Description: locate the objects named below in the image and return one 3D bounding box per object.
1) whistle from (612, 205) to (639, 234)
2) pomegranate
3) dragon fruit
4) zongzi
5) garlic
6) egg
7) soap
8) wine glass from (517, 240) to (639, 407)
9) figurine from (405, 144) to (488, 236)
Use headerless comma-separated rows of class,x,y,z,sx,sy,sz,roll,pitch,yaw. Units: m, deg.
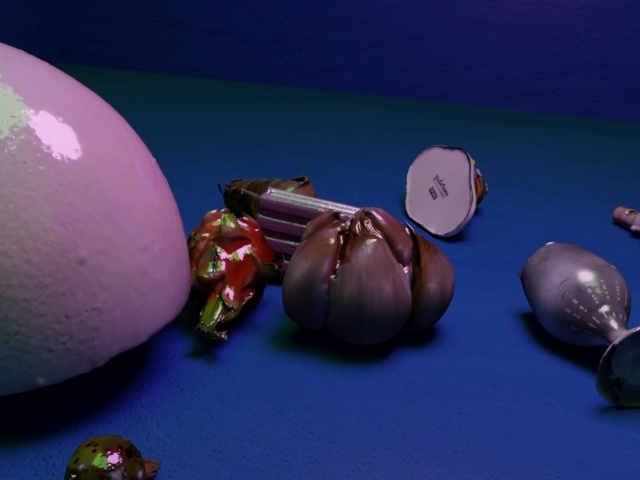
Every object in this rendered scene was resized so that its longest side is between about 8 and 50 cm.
whistle,0.658,-0.020,1.230,0.107,0.057,0.220,-17,22,-12
pomegranate,-0.177,0.204,0.545,0.084,0.073,0.073,11,18,-24
dragon fruit,-0.122,0.046,0.847,0.135,0.137,0.236,35,15,-21
zongzi,-0.129,-0.028,1.123,0.204,0.094,0.204,5,49,34
garlic,0.059,0.061,0.821,0.214,0.191,0.160,22,51,13
egg,-0.345,-0.050,0.693,0.354,0.340,0.354,-10,19,3
soap,0.000,0.000,0.965,0.203,0.122,0.065,14,20,3
wine glass,0.353,0.095,0.813,0.126,0.127,0.241,0,24,-9
figurine,0.280,-0.076,1.282,0.141,0.166,0.250,32,36,-31
